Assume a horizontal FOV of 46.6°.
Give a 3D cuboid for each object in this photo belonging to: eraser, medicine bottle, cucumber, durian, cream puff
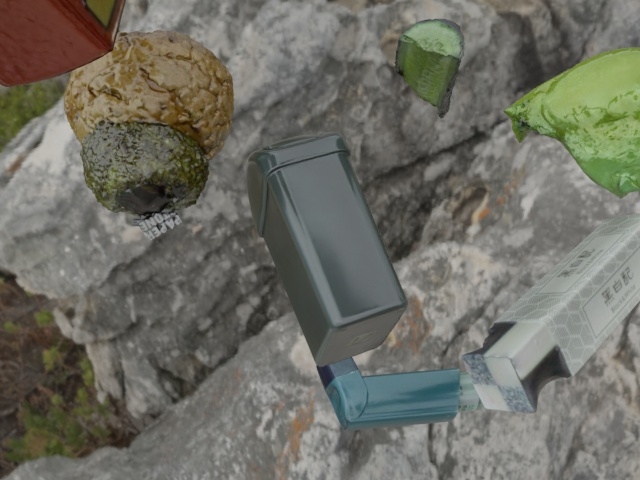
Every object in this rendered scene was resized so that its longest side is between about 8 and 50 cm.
[{"bbox_3d":[0.368,0.092,1.074,0.404,0.096,0.098,-33,13,-33],"label":"eraser"},{"bbox_3d":[0.126,0.233,1.175,0.259,0.079,0.124,-1,54,-10],"label":"medicine bottle"},{"bbox_3d":[0.115,-0.184,0.780,0.071,0.220,0.046,27,88,7],"label":"cucumber"},{"bbox_3d":[0.531,-0.218,1.307,0.340,0.204,0.255,-32,82,23],"label":"durian"},{"bbox_3d":[-0.171,-0.094,0.756,0.184,0.183,0.168,-9,66,-1],"label":"cream puff"}]

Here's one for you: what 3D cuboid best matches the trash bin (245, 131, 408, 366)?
[{"bbox_3d":[0.000,0.000,0.798,0.101,0.176,0.236,-17,70,-16],"label":"trash bin"}]

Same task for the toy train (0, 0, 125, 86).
[{"bbox_3d":[-0.242,-0.276,0.550,0.163,0.231,0.368,-10,57,22],"label":"toy train"}]
